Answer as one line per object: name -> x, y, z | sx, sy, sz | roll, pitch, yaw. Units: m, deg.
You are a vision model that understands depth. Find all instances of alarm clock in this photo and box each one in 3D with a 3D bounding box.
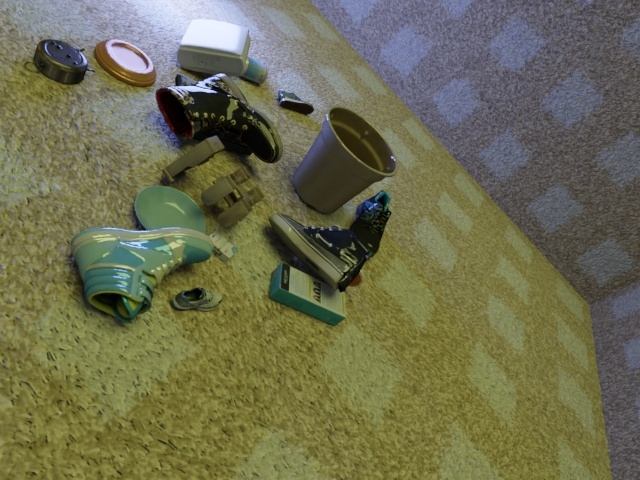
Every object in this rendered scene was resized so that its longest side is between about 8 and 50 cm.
alarm clock -> -0.746, -0.505, 1.241 | 0.129, 0.064, 0.192 | 42, 38, -7

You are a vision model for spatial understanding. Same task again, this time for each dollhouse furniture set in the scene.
dollhouse furniture set -> -0.310, -0.155, 1.288 | 0.242, 0.160, 0.212 | 57, 14, -14

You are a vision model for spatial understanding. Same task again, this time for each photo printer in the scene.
photo printer -> -0.412, -0.777, 1.747 | 0.255, 0.107, 0.308 | 7, 45, -7

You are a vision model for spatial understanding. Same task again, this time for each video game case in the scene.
video game case -> -0.373, -0.442, 1.555 | 0.274, 0.035, 0.249 | 11, 57, -38

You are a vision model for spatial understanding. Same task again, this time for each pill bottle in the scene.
pill bottle -> -0.312, -0.747, 1.908 | 0.160, 0.087, 0.087 | 10, 49, -42

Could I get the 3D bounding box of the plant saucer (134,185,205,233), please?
plant saucer -> -0.406, -0.060, 1.180 | 0.194, 0.037, 0.195 | 28, 38, -25

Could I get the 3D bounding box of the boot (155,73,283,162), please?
boot -> -0.322, -0.378, 1.429 | 0.378, 0.138, 0.284 | 53, 41, 4

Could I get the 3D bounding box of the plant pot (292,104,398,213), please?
plant pot -> 0.066, -0.274, 1.651 | 0.333, 0.305, 0.334 | 28, 38, -25

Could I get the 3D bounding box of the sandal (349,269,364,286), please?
sandal -> 0.019, 0.076, 1.450 | 0.265, 0.102, 0.076 | 38, 36, 2

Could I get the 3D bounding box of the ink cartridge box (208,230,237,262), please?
ink cartridge box -> -0.282, 0.017, 1.241 | 0.083, 0.028, 0.048 | 43, 35, -6

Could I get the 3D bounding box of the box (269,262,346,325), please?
box -> -0.034, 0.165, 1.328 | 0.244, 0.060, 0.101 | 28, 38, -25

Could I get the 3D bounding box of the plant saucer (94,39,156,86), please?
plant saucer -> -0.640, -0.596, 1.460 | 0.199, 0.037, 0.200 | 27, 40, -25

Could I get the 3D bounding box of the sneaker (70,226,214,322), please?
sneaker -> -0.379, 0.082, 0.998 | 0.318, 0.127, 0.208 | -2, 55, -36

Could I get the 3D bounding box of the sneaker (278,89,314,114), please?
sneaker -> -0.116, -0.649, 2.035 | 0.192, 0.064, 0.086 | 1, 60, -42

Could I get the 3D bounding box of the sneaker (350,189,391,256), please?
sneaker -> 0.208, -0.078, 1.754 | 0.125, 0.139, 0.341 | 34, 38, -20

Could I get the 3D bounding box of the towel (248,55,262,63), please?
towel -> -0.327, -0.819, 1.983 | 0.148, 0.027, 0.110 | 13, 27, -33

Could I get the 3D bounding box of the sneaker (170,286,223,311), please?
sneaker -> -0.293, 0.142, 1.082 | 0.135, 0.058, 0.052 | 0, 56, -47

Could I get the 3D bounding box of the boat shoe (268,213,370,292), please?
boat shoe -> 0.000, 0.000, 1.381 | 0.158, 0.127, 0.340 | -42, 72, -17
